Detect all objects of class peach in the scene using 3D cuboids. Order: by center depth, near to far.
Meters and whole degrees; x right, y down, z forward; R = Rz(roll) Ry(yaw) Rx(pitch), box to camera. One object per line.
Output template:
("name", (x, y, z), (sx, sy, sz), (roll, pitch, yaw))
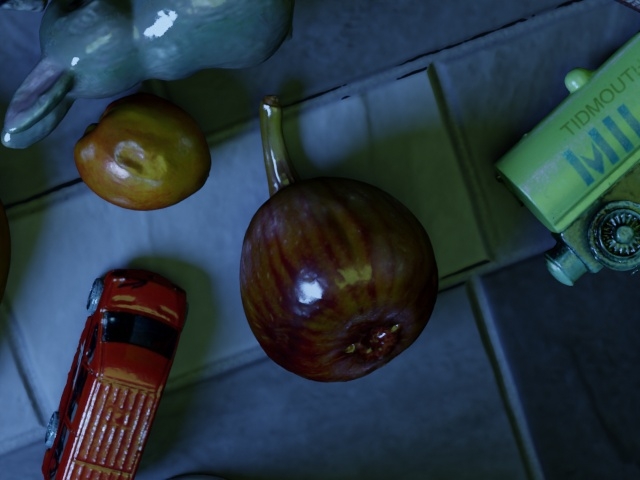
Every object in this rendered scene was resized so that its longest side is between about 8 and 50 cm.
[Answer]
("peach", (-0.141, -0.067, 1.550), (0.101, 0.101, 0.100), (-2, 104, -10))

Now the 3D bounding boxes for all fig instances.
("fig", (0.001, 0.007, 1.582), (0.175, 0.207, 0.175), (-21, 142, -18))

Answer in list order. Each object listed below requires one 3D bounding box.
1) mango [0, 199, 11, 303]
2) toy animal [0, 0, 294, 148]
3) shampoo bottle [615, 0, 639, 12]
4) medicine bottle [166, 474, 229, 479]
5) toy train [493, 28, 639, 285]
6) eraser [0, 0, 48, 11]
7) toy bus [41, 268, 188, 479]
("mango", (-0.314, 0.028, 1.531), (0.138, 0.113, 0.253), (-5, 106, -9))
("toy animal", (-0.148, -0.163, 1.493), (0.251, 0.125, 0.127), (-26, 138, -14))
("shampoo bottle", (0.182, -0.259, 1.579), (0.236, 0.067, 0.068), (26, 79, -14))
("medicine bottle", (-0.089, 0.304, 1.567), (0.152, 0.254, 0.152), (-2, 104, -9))
("toy train", (0.262, -0.085, 1.623), (0.253, 0.105, 0.157), (-43, 94, 0))
("eraser", (-0.348, -0.283, 1.455), (0.332, 0.101, 0.155), (13, 101, -14))
("toy bus", (-0.168, 0.122, 1.594), (0.081, 0.089, 0.195), (17, 100, -14))
